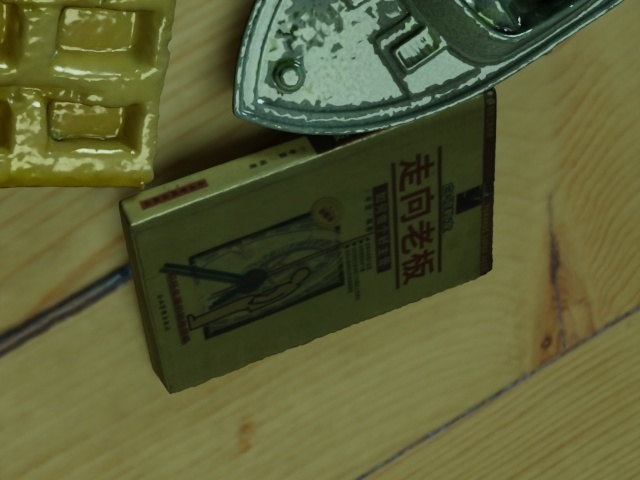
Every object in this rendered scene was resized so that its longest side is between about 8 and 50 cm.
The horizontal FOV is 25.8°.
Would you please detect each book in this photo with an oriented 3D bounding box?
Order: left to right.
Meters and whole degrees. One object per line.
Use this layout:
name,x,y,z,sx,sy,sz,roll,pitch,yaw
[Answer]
book,0.000,0.000,0.846,0.230,0.026,0.161,-21,139,-14

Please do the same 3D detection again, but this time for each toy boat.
toy boat,0.084,-0.159,0.761,0.319,0.092,0.141,-34,103,5

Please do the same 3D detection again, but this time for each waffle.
waffle,-0.176,-0.134,0.683,0.221,0.055,0.248,-1,120,-27
